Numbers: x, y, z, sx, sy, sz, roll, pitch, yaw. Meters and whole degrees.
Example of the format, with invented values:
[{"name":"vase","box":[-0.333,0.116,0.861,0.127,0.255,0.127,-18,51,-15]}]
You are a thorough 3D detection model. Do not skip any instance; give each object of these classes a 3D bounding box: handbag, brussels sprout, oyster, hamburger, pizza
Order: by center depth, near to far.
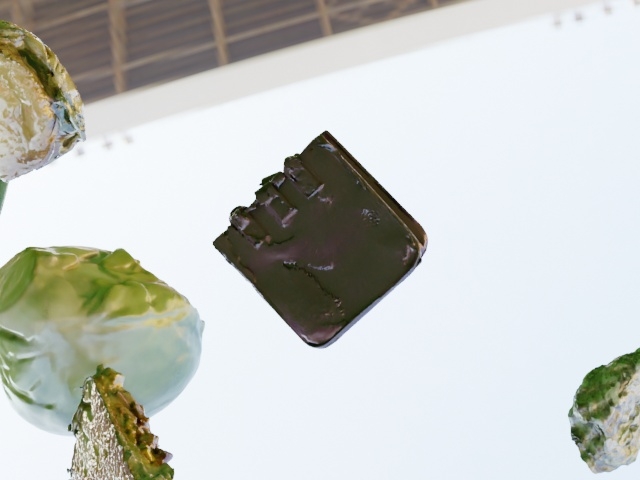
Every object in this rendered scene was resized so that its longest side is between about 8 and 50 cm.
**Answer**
[{"name":"oyster","box":[0.278,0.162,1.339,0.098,0.100,0.037,-22,-174,-13]},{"name":"hamburger","box":[-0.275,-0.137,1.415,0.102,0.176,0.087,1,-145,8]},{"name":"handbag","box":[0.001,0.000,1.793,0.203,0.216,0.074,-45,176,16]},{"name":"pizza","box":[-0.253,0.266,1.823,0.081,0.229,0.289,-3,164,-28]},{"name":"brussels sprout","box":[-0.336,0.132,2.093,0.344,0.344,0.268,-18,-137,-4]}]

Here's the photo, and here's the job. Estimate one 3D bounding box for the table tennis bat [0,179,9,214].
[{"name":"table tennis bat","box":[-0.375,0.011,1.590,0.038,0.149,0.237,16,-124,-19]}]
